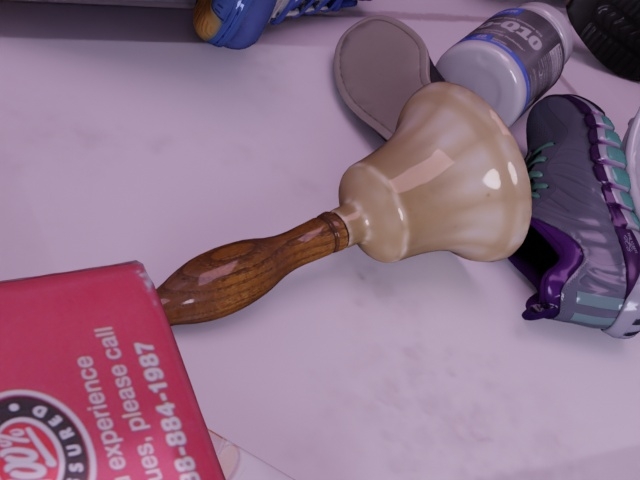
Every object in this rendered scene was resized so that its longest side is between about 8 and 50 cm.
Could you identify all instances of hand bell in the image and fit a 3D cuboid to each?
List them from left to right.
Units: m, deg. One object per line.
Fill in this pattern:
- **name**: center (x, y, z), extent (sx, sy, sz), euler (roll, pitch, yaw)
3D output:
- **hand bell**: center (0.000, 0.000, 0.730), extent (0.242, 0.126, 0.126), euler (-25, 60, -30)

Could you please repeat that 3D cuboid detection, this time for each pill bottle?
- **pill bottle**: center (0.152, -0.143, 0.969), extent (0.078, 0.078, 0.137), euler (35, 39, 11)

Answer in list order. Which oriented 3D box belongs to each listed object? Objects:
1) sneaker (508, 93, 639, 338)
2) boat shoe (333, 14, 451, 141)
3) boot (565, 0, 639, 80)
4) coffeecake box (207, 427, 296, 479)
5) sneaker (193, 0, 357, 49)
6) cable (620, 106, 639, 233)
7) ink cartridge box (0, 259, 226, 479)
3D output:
- **sneaker**: center (0.164, -0.031, 0.850), extent (0.098, 0.083, 0.224), euler (6, 43, -16)
- **boat shoe**: center (0.073, -0.093, 0.901), extent (0.065, 0.075, 0.206), euler (50, 6, -49)
- **boot**: center (0.311, -0.210, 1.149), extent (0.198, 0.077, 0.137), euler (28, 32, -19)
- **coffeecake box**: center (-0.067, 0.156, 0.517), extent (0.185, 0.068, 0.142), euler (30, 40, 5)
- **sneaker**: center (0.000, -0.234, 0.967), extent (0.131, 0.112, 0.296), euler (37, 45, -13)
- **cable**: center (0.342, -0.037, 0.855), extent (0.257, 0.089, 0.257), euler (-2, 52, 19)
- **ink cartridge box**: center (-0.197, 0.181, 0.288), extent (0.384, 0.160, 0.279), euler (-8, 56, -25)
